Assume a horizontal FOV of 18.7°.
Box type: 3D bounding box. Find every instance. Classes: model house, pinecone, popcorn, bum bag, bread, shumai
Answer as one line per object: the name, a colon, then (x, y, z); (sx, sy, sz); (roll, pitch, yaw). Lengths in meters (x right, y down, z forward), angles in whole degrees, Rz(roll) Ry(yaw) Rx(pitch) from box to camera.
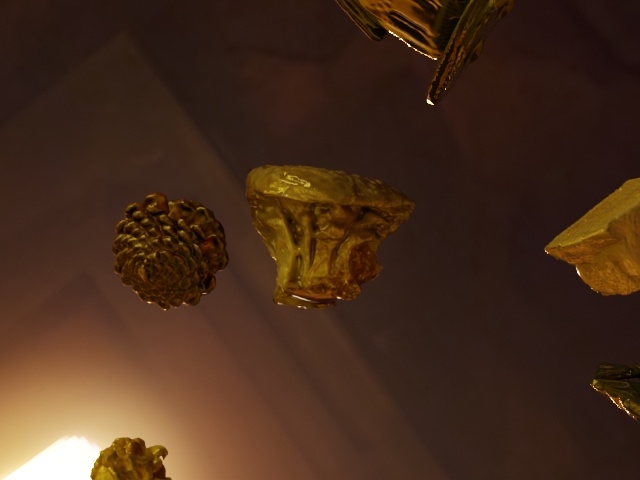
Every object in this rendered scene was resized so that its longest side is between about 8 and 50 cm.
model house: (0.049, -0.277, 1.509); (0.279, 0.218, 0.205); (33, -21, 4)
pinecone: (-0.127, 0.006, 1.628); (0.102, 0.102, 0.109); (51, 4, -12)
popcorn: (-0.172, 0.222, 1.783); (0.083, 0.057, 0.082); (14, 63, -27)
bum bag: (0.302, 0.143, 1.506); (0.198, 0.049, 0.087); (25, 10, -7)
bread: (0.300, -0.029, 1.959); (0.105, 0.077, 0.152); (40, 53, -30)
shumai: (-0.001, 0.000, 1.611); (0.145, 0.146, 0.116); (15, 83, -70)
